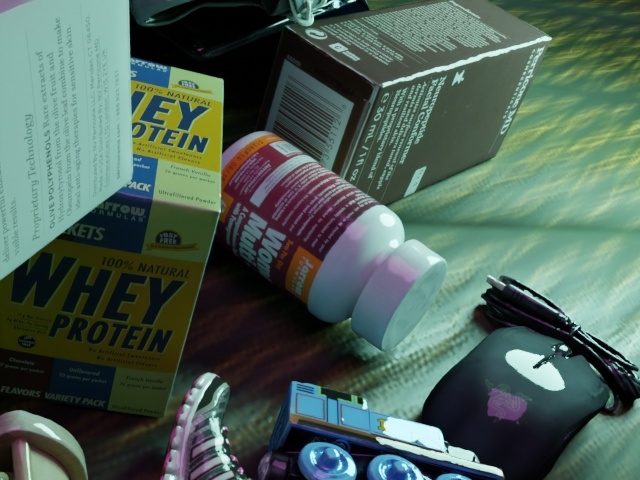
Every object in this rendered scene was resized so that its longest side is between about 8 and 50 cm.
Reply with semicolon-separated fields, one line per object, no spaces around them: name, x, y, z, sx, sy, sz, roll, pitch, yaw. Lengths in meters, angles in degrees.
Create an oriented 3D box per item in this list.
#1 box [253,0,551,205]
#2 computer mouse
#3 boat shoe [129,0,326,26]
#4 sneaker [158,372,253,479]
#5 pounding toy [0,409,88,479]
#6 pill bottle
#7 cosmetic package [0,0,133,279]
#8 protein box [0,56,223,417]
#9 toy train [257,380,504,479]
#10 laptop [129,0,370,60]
box;0.101;-0.165;1.042;0.143;0.191;0.381;37;39;23
computer mouse;0.189;0.119;0.794;0.188;0.072;0.272;35;37;19
boat shoe;-0.044;-0.257;0.887;0.319;0.116;0.099;-3;81;-23
sneaker;-0.073;0.168;0.603;0.074;0.063;0.170;14;39;-8
pounding toy;-0.186;0.193;0.428;0.269;0.154;0.155;1;38;-25
pill bottle;0.000;0.000;0.820;0.221;0.121;0.121;35;37;22
cosmetic package;-0.268;-0.034;0.384;0.197;0.155;0.365;24;42;17
protein box;-0.162;-0.011;0.680;0.135;0.201;0.200;11;35;-13
toy train;0.045;0.172;0.644;0.184;0.080;0.105;15;28;-7
laptop;-0.137;-0.292;1.124;0.382;0.236;0.408;37;48;25
